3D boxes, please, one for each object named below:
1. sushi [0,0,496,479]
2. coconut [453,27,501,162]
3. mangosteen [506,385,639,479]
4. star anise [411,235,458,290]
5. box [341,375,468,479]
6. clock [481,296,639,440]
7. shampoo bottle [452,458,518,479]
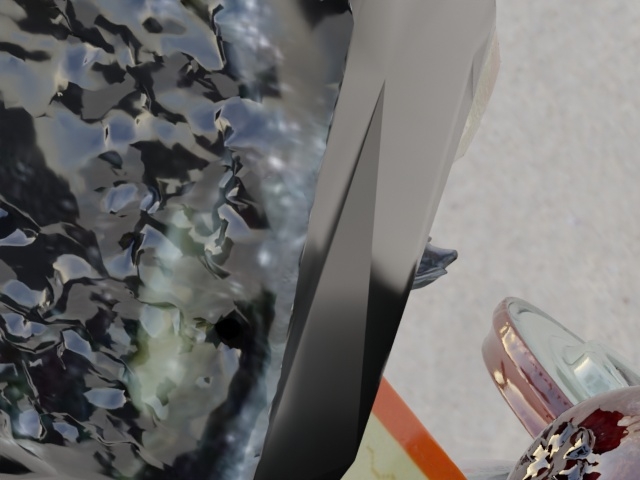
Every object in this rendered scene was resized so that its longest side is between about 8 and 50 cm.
[{"bbox_3d":[-0.064,-0.065,0.516,0.212,0.227,0.215,19,63,9],"label":"sushi"},{"bbox_3d":[0.020,-0.103,1.139,0.171,0.183,0.171,-26,34,19],"label":"coconut"},{"bbox_3d":[0.181,0.175,1.031,0.200,0.200,0.200,-14,58,23],"label":"mangosteen"},{"bbox_3d":[0.000,0.000,1.455,0.204,0.180,0.061,13,88,6],"label":"star anise"},{"bbox_3d":[-0.168,0.106,1.066,0.257,0.318,0.349,-47,24,-22],"label":"box"},{"bbox_3d":[0.262,0.162,1.622,0.080,0.318,0.318,-44,51,12],"label":"clock"},{"bbox_3d":[0.139,0.320,1.651,0.266,0.273,0.273,-6,53,-15],"label":"shampoo bottle"}]
